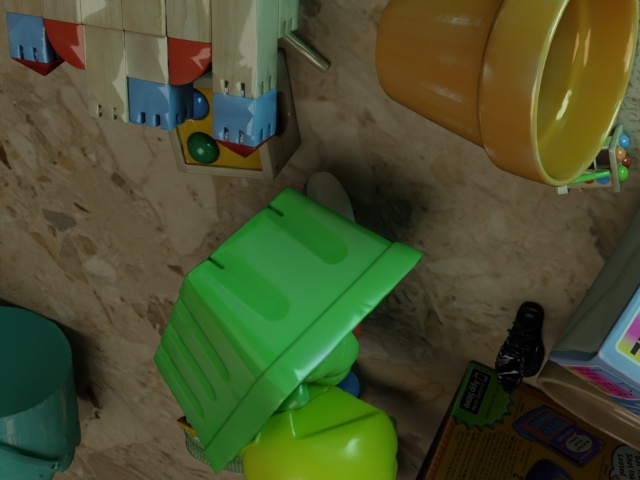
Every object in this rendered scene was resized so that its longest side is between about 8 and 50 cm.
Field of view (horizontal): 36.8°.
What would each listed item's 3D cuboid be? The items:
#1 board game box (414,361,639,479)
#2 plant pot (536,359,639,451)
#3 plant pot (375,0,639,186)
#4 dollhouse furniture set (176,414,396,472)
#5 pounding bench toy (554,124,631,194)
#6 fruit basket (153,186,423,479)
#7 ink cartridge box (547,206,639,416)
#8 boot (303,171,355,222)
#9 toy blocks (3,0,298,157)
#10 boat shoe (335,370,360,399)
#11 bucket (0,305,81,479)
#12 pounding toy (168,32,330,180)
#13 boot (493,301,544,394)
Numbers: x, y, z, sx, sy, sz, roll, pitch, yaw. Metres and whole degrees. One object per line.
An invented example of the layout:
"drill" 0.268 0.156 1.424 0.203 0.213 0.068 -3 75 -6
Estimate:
"board game box" 0.254 0.449 1.204 0.356 0.356 0.356 23 132 10
"plant pot" 0.369 0.168 1.061 0.237 0.110 0.237 30 170 6
"plant pot" 0.162 -0.171 0.889 0.188 0.205 0.205 20 134 34
"dollhouse furniture set" -0.054 0.331 1.326 0.301 0.151 0.197 7 148 0
"pounding bench toy" 0.274 -0.074 0.968 0.065 0.083 0.052 0 125 28
"fruit basket" -0.007 0.179 1.103 0.392 0.283 0.392 33 148 24
"ink cartridge box" 0.457 0.103 0.878 0.395 0.270 0.151 33 175 -1
"boot" 0.000 0.000 1.176 0.086 0.069 0.190 -1 128 32
"toy blocks" -0.172 -0.234 0.965 0.381 0.191 0.261 13 118 19
"boat shoe" -0.072 0.215 1.360 0.258 0.109 0.089 13 144 21
"bucket" -0.515 0.249 1.515 0.281 0.281 0.183 21 129 12
"pounding toy" -0.087 -0.173 1.068 0.181 0.094 0.206 7 128 23
"boot" 0.237 0.143 1.147 0.045 0.099 0.121 13 130 20
